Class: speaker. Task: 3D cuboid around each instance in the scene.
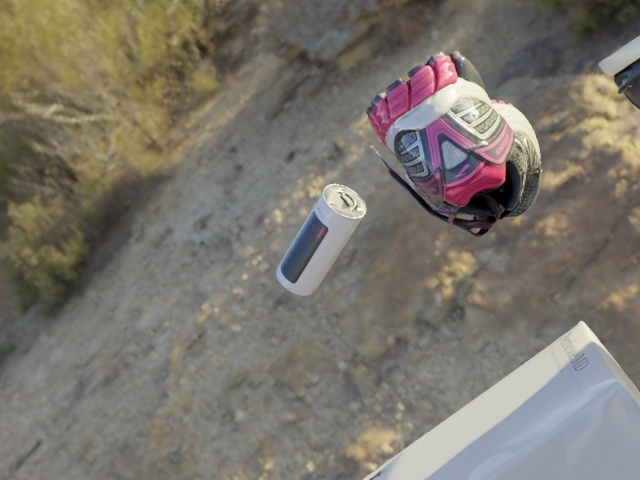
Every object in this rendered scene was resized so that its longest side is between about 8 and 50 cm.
[{"bbox_3d":[0.000,0.000,1.355,0.136,0.055,0.055,-58,10,37],"label":"speaker"}]

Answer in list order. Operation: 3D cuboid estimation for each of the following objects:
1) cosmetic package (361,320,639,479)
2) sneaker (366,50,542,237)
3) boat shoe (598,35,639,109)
[{"bbox_3d":[0.150,0.265,1.093,0.385,0.156,0.217,-39,6,7],"label":"cosmetic package"},{"bbox_3d":[0.129,-0.054,0.999,0.121,0.112,0.299,-34,-19,15],"label":"sneaker"},{"bbox_3d":[0.409,-0.187,1.095,0.127,0.113,0.340,-32,4,-36],"label":"boat shoe"}]
